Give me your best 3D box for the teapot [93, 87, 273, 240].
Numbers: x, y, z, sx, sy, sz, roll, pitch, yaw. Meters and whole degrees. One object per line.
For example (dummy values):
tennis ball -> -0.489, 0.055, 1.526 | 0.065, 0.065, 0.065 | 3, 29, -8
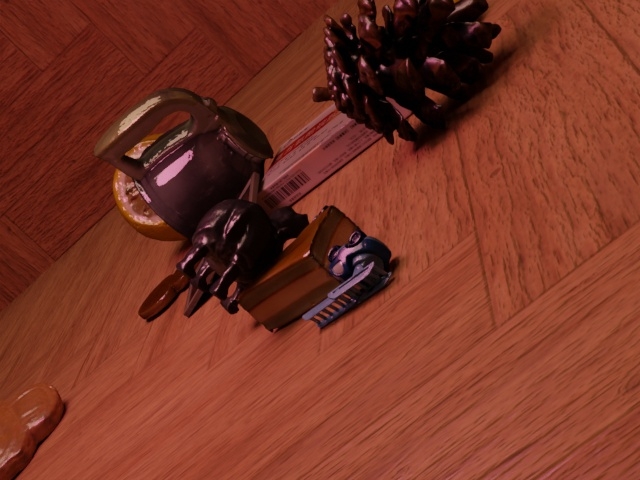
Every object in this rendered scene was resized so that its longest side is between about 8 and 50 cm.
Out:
teapot -> -0.242, -0.168, 2.187 | 0.239, 0.321, 0.239 | -47, 15, 17

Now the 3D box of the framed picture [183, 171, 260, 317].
framed picture -> -0.178, 0.006, 2.060 | 0.250, 0.016, 0.184 | -58, 11, 17

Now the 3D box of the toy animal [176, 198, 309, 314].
toy animal -> -0.113, 0.017, 1.683 | 0.168, 0.106, 0.343 | -56, -8, 7

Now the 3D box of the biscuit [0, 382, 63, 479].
biscuit -> -0.659, 0.406, 2.172 | 0.376, 0.051, 0.269 | -40, 28, -14

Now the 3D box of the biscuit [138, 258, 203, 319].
biscuit -> -0.293, 0.093, 2.240 | 0.175, 0.026, 0.124 | -43, 16, 10

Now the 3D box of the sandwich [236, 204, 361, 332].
sandwich -> -0.025, 0.041, 1.565 | 0.163, 0.079, 0.113 | -35, 19, 39

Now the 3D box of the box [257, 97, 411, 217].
box -> 0.037, -0.199, 2.073 | 0.353, 0.069, 0.214 | -34, 18, 30

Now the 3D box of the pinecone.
pinecone -> 0.133, -0.276, 1.721 | 0.309, 0.244, 0.244 | -33, 15, -1

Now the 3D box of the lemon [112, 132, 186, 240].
lemon -> -0.322, -0.116, 2.497 | 0.240, 0.240, 0.219 | -41, -15, 14

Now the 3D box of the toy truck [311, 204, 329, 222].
toy truck -> 0.000, 0.000, 1.667 | 0.090, 0.056, 0.073 | -51, 5, 35

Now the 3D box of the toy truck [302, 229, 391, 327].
toy truck -> 0.032, 0.050, 1.435 | 0.136, 0.063, 0.074 | -38, 35, 35

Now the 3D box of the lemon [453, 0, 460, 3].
lemon -> 0.237, -0.404, 2.048 | 0.082, 0.082, 0.110 | -30, 25, 45
